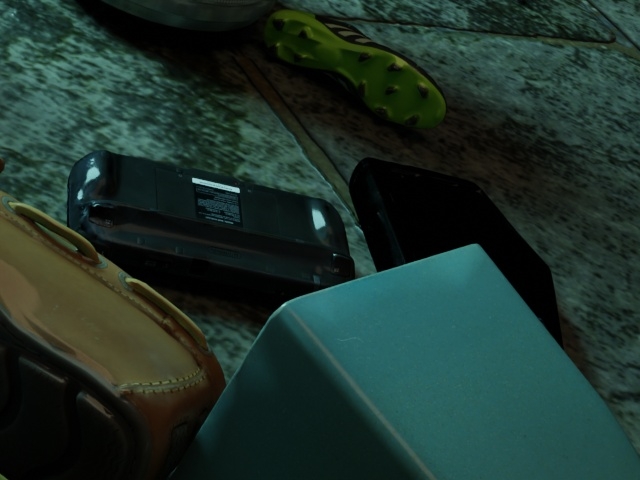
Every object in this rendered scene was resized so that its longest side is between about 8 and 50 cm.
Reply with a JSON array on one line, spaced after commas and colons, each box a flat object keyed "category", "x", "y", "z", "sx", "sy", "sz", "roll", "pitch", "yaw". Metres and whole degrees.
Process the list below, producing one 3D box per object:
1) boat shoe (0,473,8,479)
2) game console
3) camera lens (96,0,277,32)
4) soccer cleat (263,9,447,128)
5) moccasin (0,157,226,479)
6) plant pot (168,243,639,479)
[{"category": "boat shoe", "x": -0.075, "y": 0.208, "z": 0.656, "sx": 0.307, "sy": 0.104, "sz": 0.111, "roll": 31, "pitch": 31, "yaw": 11}, {"category": "game console", "x": 0.000, "y": 0.000, "z": 1.093, "sx": 0.361, "sy": 0.044, "sz": 0.213, "roll": 13, "pitch": 31, "yaw": -20}, {"category": "camera lens", "x": -0.103, "y": -0.327, "z": 1.298, "sx": 0.219, "sy": 0.274, "sz": 0.219, "roll": 18, "pitch": 31, "yaw": -11}, {"category": "soccer cleat", "x": 0.036, "y": -0.153, "z": 1.337, "sx": 0.179, "sy": 0.060, "sz": 0.072, "roll": 29, "pitch": 29, "yaw": 14}, {"category": "moccasin", "x": -0.220, "y": -0.003, "z": 0.851, "sx": 0.380, "sy": 0.139, "sz": 0.147, "roll": 28, "pitch": 28, "yaw": 8}, {"category": "plant pot", "x": 0.069, "y": 0.152, "z": 0.794, "sx": 0.166, "sy": 0.165, "sz": 0.234, "roll": -14, "pitch": 55, "yaw": -47}]
